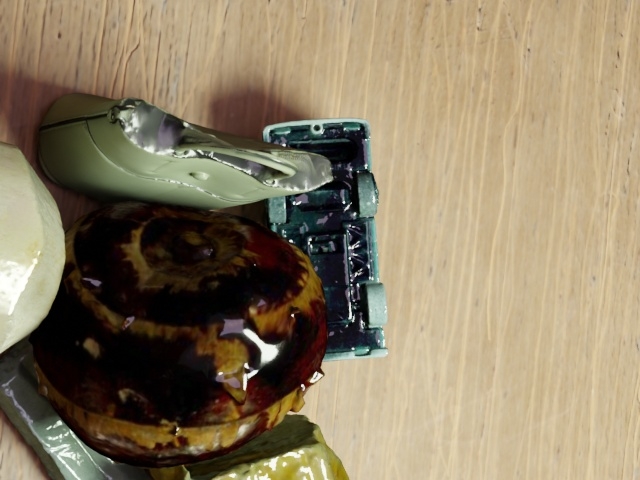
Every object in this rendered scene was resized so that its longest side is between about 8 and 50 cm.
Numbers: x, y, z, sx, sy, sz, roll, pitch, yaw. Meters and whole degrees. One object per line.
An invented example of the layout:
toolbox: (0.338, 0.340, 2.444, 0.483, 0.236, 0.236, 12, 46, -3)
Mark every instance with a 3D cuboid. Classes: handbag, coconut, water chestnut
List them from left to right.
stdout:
coconut: (-0.364, 0.001, 1.502, 0.241, 0.241, 0.241, 1, 88, -33)
water chestnut: (-0.141, 0.105, 1.611, 0.300, 0.300, 0.300, 1, 88, -33)
handbag: (-0.126, -0.095, 1.595, 0.241, 0.315, 0.109, 14, 78, -32)

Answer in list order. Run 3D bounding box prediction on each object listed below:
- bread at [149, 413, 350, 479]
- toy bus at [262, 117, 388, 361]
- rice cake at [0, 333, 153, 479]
bread: (-0.053, 0.315, 1.705, 0.239, 0.196, 0.252, -15, 94, -28)
toy bus: (0.000, 0.000, 1.772, 0.128, 0.147, 0.256, -4, 90, -5)
rice cake: (-0.254, 0.199, 1.666, 0.085, 0.040, 0.226, -42, 110, -27)
